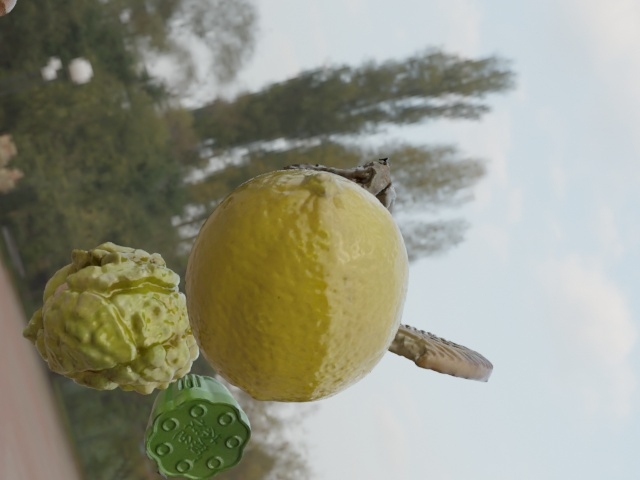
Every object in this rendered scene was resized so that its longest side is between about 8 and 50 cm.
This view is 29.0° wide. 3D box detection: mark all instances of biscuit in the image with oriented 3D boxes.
[{"bbox_3d":[0.116,0.121,1.444,0.228,0.176,0.031,23,-88,60],"label":"biscuit"}]

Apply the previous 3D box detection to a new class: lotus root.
[{"bbox_3d":[-0.221,0.297,2.136,0.186,0.186,0.186,163,-90,-79],"label":"lotus root"}]

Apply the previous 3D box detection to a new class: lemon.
[{"bbox_3d":[-0.018,0.031,0.976,0.178,0.178,0.203,-119,-146,-47],"label":"lemon"}]

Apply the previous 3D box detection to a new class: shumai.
[{"bbox_3d":[-0.001,0.001,1.706,0.184,0.218,0.185,61,27,-71],"label":"shumai"}]

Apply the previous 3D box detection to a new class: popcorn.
[{"bbox_3d":[-0.295,0.110,1.769,0.259,0.259,0.212,-151,-101,-74],"label":"popcorn"}]

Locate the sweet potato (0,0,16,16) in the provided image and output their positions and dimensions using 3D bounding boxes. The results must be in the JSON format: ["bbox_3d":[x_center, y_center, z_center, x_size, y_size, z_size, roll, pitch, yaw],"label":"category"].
[{"bbox_3d":[-0.407,-0.344,1.526,0.202,0.055,0.058,105,-11,-60],"label":"sweet potato"}]
